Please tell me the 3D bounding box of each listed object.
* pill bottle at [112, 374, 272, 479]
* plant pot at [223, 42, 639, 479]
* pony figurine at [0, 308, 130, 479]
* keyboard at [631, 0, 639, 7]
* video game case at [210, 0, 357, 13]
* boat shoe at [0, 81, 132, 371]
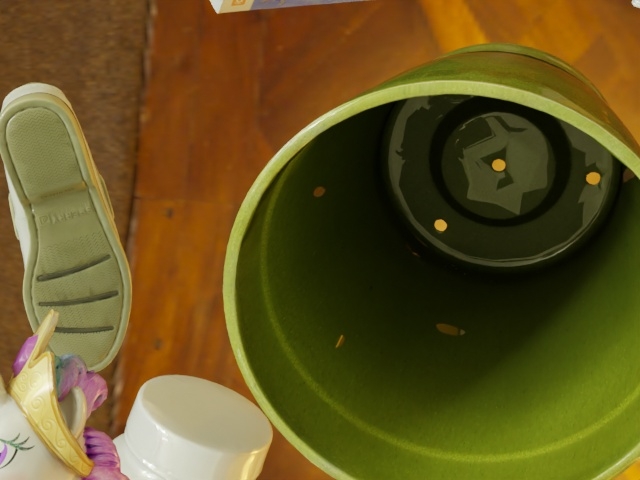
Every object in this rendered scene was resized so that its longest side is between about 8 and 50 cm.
[{"bbox_3d":[-0.157,0.286,1.546,0.161,0.161,0.283,7,115,-35],"label":"pill bottle"},{"bbox_3d":[0.136,-0.011,1.361,0.353,0.367,0.366,-64,137,-65],"label":"plant pot"},{"bbox_3d":[-0.176,0.268,0.964,0.351,0.303,0.363,42,80,-19],"label":"pony figurine"},{"bbox_3d":[0.359,-0.263,1.410,0.256,0.072,0.014,-49,161,-39],"label":"keyboard"},{"bbox_3d":[0.034,-0.344,1.636,0.270,0.244,0.061,-9,60,-24],"label":"video game case"},{"bbox_3d":[-0.255,-0.015,1.605,0.113,0.103,0.302,-7,112,-4],"label":"boat shoe"}]
